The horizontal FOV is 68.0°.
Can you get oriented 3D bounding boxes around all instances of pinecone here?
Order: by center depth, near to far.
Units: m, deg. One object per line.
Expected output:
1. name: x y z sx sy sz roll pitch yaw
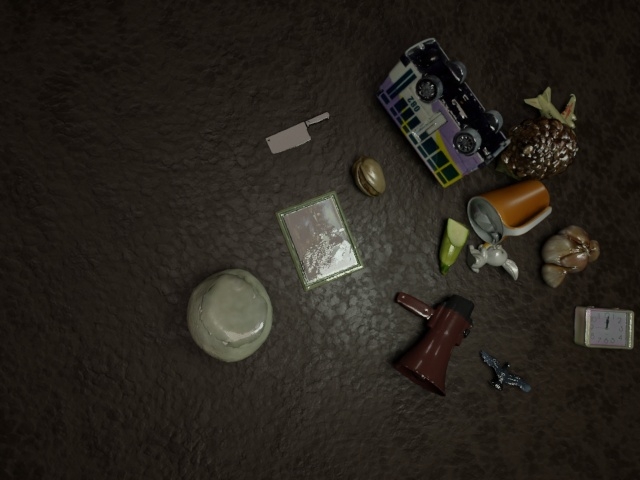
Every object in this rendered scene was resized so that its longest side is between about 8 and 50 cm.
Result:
1. pinecone: 0.752 -0.312 1.615 0.272 0.224 0.225 -8 88 -42

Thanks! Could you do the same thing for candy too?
1. candy: -0.287 0.238 1.512 0.295 0.185 0.296 1 71 -3

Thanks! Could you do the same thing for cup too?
1. cup: 0.667 -0.103 1.645 0.263 0.226 0.183 -25 122 -14

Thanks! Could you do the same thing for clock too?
1. clock: 1.035 0.316 1.736 0.191 0.071 0.147 5 86 -7

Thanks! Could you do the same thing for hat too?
1. hat: 0.666 -0.271 1.727 0.145 0.067 0.146 24 53 -37

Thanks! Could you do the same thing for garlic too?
1. garlic: 0.866 0.050 1.690 0.214 0.191 0.160 -34 67 3

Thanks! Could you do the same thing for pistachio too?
1. pistachio: 0.168 -0.220 1.640 0.113 0.113 0.149 -30 106 -8

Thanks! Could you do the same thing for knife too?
1. knife: -0.068 -0.375 1.657 0.245 0.019 0.072 -26 95 -5

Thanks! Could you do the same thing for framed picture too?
1. framed picture: 0.000 0.000 1.643 0.232 0.019 0.297 -22 90 -8

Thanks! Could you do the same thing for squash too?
1. squash: 0.463 0.025 1.674 0.090 0.075 0.200 18 86 -32

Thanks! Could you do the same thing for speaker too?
1. speaker: 0.368 0.328 1.639 0.258 0.198 0.330 15 66 32

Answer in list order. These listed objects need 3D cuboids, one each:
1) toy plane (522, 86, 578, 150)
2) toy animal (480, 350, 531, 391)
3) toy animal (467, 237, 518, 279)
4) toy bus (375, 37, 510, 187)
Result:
1. toy plane: 0.858 -0.432 1.736 0.241 0.104 0.256 -28 91 -10
2. toy animal: 0.645 0.478 1.681 0.220 0.062 0.108 40 84 2
3. toy animal: 0.620 0.063 1.698 0.181 0.131 0.127 0 119 0
4. toy bus: 0.398 -0.425 1.601 0.209 0.249 0.440 -39 93 -36
